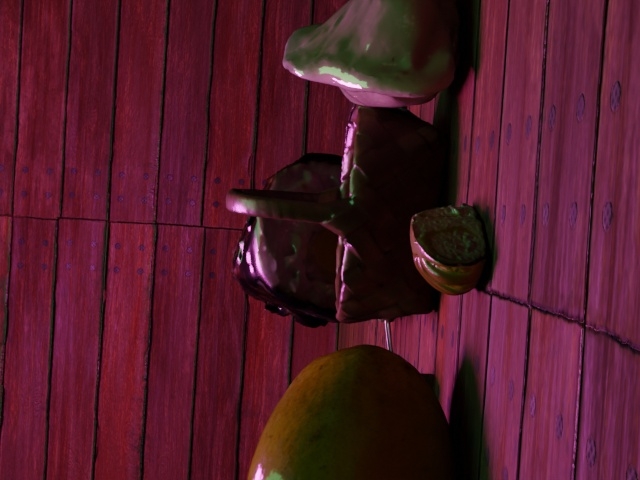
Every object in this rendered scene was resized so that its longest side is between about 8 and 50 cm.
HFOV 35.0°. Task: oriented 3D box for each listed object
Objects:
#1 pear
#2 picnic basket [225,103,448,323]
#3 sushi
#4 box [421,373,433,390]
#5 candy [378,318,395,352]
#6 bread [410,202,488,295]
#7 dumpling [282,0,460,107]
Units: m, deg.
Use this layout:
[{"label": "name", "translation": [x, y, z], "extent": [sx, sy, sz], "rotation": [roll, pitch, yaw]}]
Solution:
[{"label": "pear", "translation": [0.038, 0.284, 1.213], "extent": [0.253, 0.253, 0.307], "rotation": [97, 177, -56]}, {"label": "picnic basket", "translation": [0.014, -0.046, 1.511], "extent": [0.293, 0.337, 0.337], "rotation": [-106, 20, -84]}, {"label": "sushi", "translation": [-0.002, -0.001, 1.833], "extent": [0.299, 0.281, 0.294], "rotation": [-54, 2, -13]}, {"label": "box", "translation": [0.076, 0.281, 1.505], "extent": [0.231, 0.149, 0.155], "rotation": [101, 173, -71]}, {"label": "candy", "translation": [0.125, 0.188, 1.827], "extent": [0.061, 0.061, 0.202], "rotation": [105, 160, -79]}, {"label": "bread", "translation": [0.146, 0.013, 1.167], "extent": [0.157, 0.083, 0.094], "rotation": [-91, -7, -51]}, {"label": "dumpling", "translation": [0.068, -0.276, 1.383], "extent": [0.318, 0.243, 0.187], "rotation": [-96, 4, -69]}]
